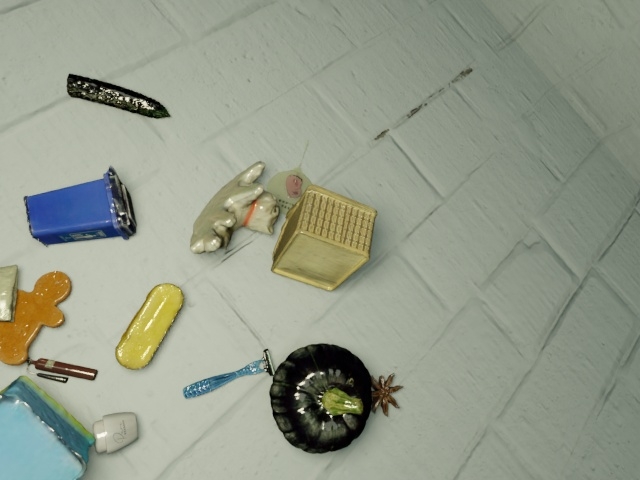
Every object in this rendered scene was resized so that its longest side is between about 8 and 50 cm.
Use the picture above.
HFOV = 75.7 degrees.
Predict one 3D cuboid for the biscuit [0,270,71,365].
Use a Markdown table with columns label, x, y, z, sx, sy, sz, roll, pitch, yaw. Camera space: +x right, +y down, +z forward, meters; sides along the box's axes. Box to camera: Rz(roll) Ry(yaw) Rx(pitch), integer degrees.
| label | x | y | z | sx | sy | sz | roll | pitch | yaw |
| --- | --- | --- | --- | --- | --- | --- | --- | --- | --- |
| biscuit | -0.735 | 0.188 | 1.047 | 0.166 | 0.036 | 0.249 | 24 | 60 | 4 |

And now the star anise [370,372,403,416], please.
| label | x | y | z | sx | sy | sz | roll | pitch | yaw |
| --- | --- | --- | --- | --- | --- | --- | --- | --- | --- |
| star anise | 0.194 | 0.482 | 1.293 | 0.141 | 0.042 | 0.140 | 7 | 70 | -21 |

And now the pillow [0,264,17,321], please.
| label | x | y | z | sx | sy | sz | roll | pitch | yaw |
| --- | --- | --- | --- | --- | --- | --- | --- | --- | --- |
| pillow | -0.868 | 0.135 | 1.003 | 0.230 | 0.050 | 0.148 | -2 | 65 | -10 |

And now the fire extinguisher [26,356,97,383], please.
| label | x | y | z | sx | sy | sz | roll | pitch | yaw |
| --- | --- | --- | --- | --- | --- | --- | --- | --- | --- |
| fire extinguisher | -0.663 | 0.331 | 1.044 | 0.173 | 0.035 | 0.048 | 18 | 107 | -14 |

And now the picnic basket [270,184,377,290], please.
| label | x | y | z | sx | sy | sz | roll | pitch | yaw |
| --- | --- | --- | --- | --- | --- | --- | --- | --- | --- |
| picnic basket | 0.000 | 0.000 | 1.227 | 0.228 | 0.313 | 0.175 | 20 | 59 | -12 |

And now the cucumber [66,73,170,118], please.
| label | x | y | z | sx | sy | sz | roll | pitch | yaw |
| --- | --- | --- | --- | --- | --- | --- | --- | --- | --- |
| cucumber | -0.616 | -0.439 | 1.268 | 0.301 | 0.072 | 0.071 | 12 | 71 | -17 |

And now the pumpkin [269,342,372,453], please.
| label | x | y | z | sx | sy | sz | roll | pitch | yaw |
| --- | --- | --- | --- | --- | --- | --- | --- | --- | --- |
| pumpkin | 0.009 | 0.426 | 1.119 | 0.296 | 0.296 | 0.295 | 6 | 73 | -18 |

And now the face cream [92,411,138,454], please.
| label | x | y | z | sx | sy | sz | roll | pitch | yaw |
| --- | --- | --- | --- | --- | --- | --- | --- | --- | --- |
| face cream | -0.508 | 0.475 | 1.022 | 0.095 | 0.091 | 0.091 | -7 | 77 | -30 |

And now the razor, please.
| label | x | y | z | sx | sy | sz | roll | pitch | yaw |
| --- | --- | --- | --- | --- | --- | --- | --- | --- | --- |
| razor | -0.258 | 0.387 | 1.162 | 0.254 | 0.042 | 0.081 | -16 | 80 | -21 |

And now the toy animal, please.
| label | x | y | z | sx | sy | sz | roll | pitch | yaw |
| --- | --- | --- | --- | --- | --- | --- | --- | --- | --- |
| toy animal | -0.242 | -0.047 | 1.221 | 0.267 | 0.188 | 0.307 | -22 | 41 | 7 |

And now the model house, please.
| label | x | y | z | sx | sy | sz | roll | pitch | yaw |
| --- | --- | --- | --- | --- | --- | --- | --- | --- | --- |
| model house | -0.645 | 0.431 | 0.881 | 0.215 | 0.303 | 0.237 | -42 | 102 | -17 |

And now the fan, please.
| label | x | y | z | sx | sy | sz | roll | pitch | yaw |
| --- | --- | --- | --- | --- | --- | --- | --- | --- | --- |
| fan | -0.080 | -0.222 | 1.423 | 0.183 | 0.010 | 0.309 | 18 | 70 | -13 |

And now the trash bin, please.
| label | x | y | z | sx | sy | sz | roll | pitch | yaw |
| --- | --- | --- | --- | --- | --- | --- | --- | --- | --- |
| trash bin | -0.638 | -0.083 | 1.110 | 0.235 | 0.162 | 0.183 | -13 | 78 | -17 |

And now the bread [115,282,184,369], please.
| label | x | y | z | sx | sy | sz | roll | pitch | yaw |
| --- | --- | --- | --- | --- | --- | --- | --- | --- | --- |
| bread | -0.458 | 0.228 | 1.114 | 0.102 | 0.094 | 0.245 | 31 | 67 | -18 |
